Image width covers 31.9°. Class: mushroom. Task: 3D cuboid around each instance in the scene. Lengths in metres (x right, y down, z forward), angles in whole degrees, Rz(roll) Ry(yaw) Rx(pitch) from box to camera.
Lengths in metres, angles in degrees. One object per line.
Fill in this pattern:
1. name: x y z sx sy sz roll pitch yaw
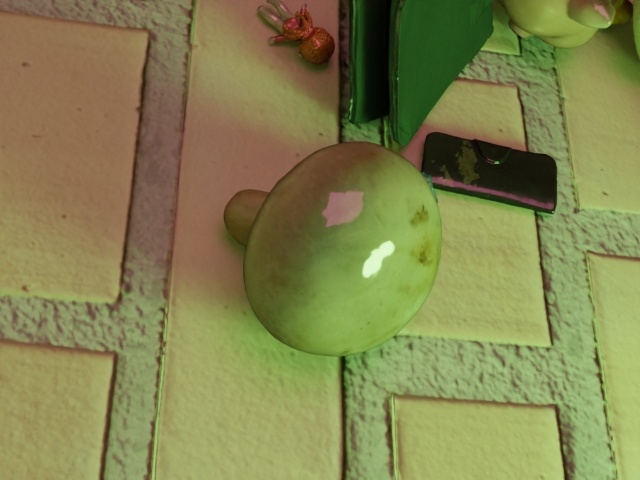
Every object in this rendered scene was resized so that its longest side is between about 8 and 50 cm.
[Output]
1. mushroom: 0.000 0.000 1.060 0.215 0.207 0.207 22 48 41

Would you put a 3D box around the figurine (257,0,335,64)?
1. figurine: -0.030 -0.242 1.276 0.109 0.047 0.064 42 87 20

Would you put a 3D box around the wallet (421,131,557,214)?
1. wallet: 0.187 -0.076 1.241 0.157 0.018 0.082 14 56 -5

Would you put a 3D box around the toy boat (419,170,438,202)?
1. toy boat: 0.059 -0.044 1.159 0.140 0.066 0.059 -12 66 -20

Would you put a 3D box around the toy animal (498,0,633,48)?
1. toy animal: 0.309 -0.325 1.359 0.165 0.149 0.248 34 43 12

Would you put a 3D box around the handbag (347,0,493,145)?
1. handbag: 0.118 -0.264 1.202 0.079 0.247 0.260 24 55 20

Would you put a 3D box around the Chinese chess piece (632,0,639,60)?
1. Chinese chess piece: 0.423 -0.276 1.355 0.059 0.144 0.144 3 50 29
